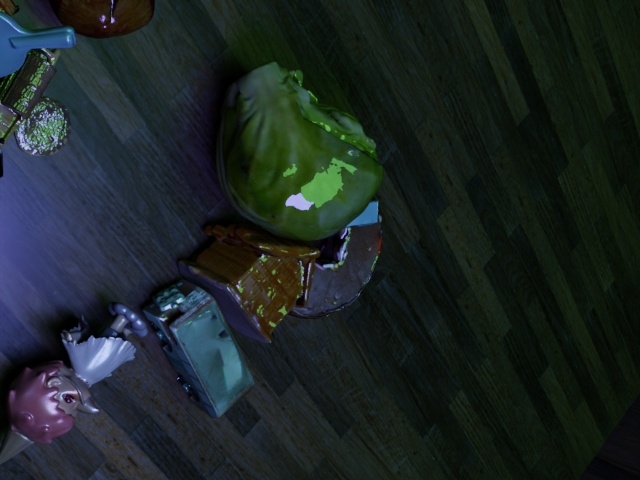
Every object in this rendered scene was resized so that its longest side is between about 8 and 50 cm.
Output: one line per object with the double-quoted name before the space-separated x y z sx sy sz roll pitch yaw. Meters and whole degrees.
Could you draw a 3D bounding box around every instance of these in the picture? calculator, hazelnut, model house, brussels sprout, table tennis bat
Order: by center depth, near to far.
"table tennis bat" -0.533 -0.337 1.634 0.237 0.038 0.149 -5 139 -1
"hazelnut" -0.393 -0.451 1.736 0.204 0.178 0.178 4 100 -46
"brussels sprout" -0.066 -0.172 1.972 0.314 0.276 0.371 -39 88 5
"model house" -0.140 0.061 2.060 0.229 0.199 0.220 -43 130 -22
"calculator" 0.061 -0.055 2.143 0.172 0.018 0.057 -9 108 -37

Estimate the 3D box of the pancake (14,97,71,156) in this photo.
"pancake" -0.513 -0.209 1.791 0.114 0.011 0.115 -13 110 -37

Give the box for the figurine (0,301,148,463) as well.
"figurine" -0.488 0.283 1.843 0.387 0.166 0.207 -50 167 -22

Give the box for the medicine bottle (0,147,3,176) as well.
"medicine bottle" -0.671 -0.245 1.517 0.242 0.242 0.395 -28 104 -32

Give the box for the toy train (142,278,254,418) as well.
"toy train" -0.246 0.238 2.048 0.129 0.159 0.327 -37 124 -24

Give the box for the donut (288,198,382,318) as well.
"donut" 0.015 0.007 2.219 0.259 0.136 0.345 8 98 -43

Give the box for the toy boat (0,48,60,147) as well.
"toy boat" -0.534 -0.255 1.710 0.068 0.088 0.226 35 78 -41

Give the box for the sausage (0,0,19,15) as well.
"sausage" -0.601 -0.474 1.597 0.083 0.083 0.264 -43 124 -23
